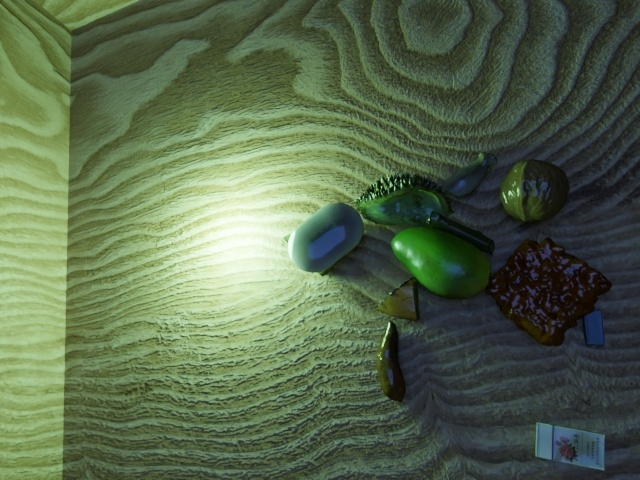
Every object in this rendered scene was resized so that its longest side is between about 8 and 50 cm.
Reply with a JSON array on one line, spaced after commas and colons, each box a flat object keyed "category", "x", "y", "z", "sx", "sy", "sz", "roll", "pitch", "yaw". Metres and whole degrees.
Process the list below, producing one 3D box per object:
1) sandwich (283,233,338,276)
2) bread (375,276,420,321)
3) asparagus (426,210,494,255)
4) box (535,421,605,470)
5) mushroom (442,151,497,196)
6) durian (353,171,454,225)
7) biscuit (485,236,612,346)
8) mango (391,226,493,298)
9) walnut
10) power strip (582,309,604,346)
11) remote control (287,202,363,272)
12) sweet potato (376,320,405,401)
[{"category": "sandwich", "x": 0.000, "y": 0.000, "z": 1.861, "sx": 0.212, "sy": 0.063, "sz": 0.245, "roll": -46, "pitch": 68, "yaw": -1}, {"category": "bread", "x": 0.304, "y": 0.210, "z": 1.662, "sx": 0.169, "sy": 0.140, "sz": 0.160, "roll": 10, "pitch": 85, "yaw": 21}, {"category": "asparagus", "x": 0.531, "y": -0.029, "z": 1.656, "sx": 0.277, "sy": 0.060, "sz": 0.067, "roll": 25, "pitch": 95, "yaw": 11}, {"category": "box", "x": 0.808, "y": 0.666, "z": 1.427, "sx": 0.198, "sy": 0.029, "sz": 0.109, "roll": 4, "pitch": 77, "yaw": 19}, {"category": "mushroom", "x": 0.584, "y": -0.257, "z": 1.708, "sx": 0.225, "sy": 0.093, "sz": 0.116, "roll": -42, "pitch": 46, "yaw": 10}, {"category": "durian", "x": 0.327, "y": -0.164, "z": 1.746, "sx": 0.393, "sy": 0.163, "sz": 0.198, "roll": -5, "pitch": 115, "yaw": 0}, {"category": "biscuit", "x": 0.768, "y": 0.165, "z": 1.518, "sx": 0.312, "sy": 0.110, "sz": 0.318, "roll": -48, "pitch": 59, "yaw": 5}, {"category": "mango", "x": 0.432, "y": 0.077, "z": 1.614, "sx": 0.381, "sy": 0.201, "sz": 0.225, "roll": 29, "pitch": 84, "yaw": 27}, {"category": "walnut", "x": 0.759, "y": -0.173, "z": 1.567, "sx": 0.227, "sy": 0.228, "sz": 0.228, "roll": -5, "pitch": 75, "yaw": 18}, {"category": "power strip", "x": 0.919, "y": 0.296, "z": 1.482, "sx": 0.056, "sy": 0.032, "sz": 0.123, "roll": -2, "pitch": 75, "yaw": 18}, {"category": "remote control", "x": 0.020, "y": -0.013, "z": 1.768, "sx": 0.332, "sy": 0.103, "sz": 0.221, "roll": -38, "pitch": 71, "yaw": 0}, {"category": "sweet potato", "x": 0.256, "y": 0.450, "z": 1.637, "sx": 0.097, "sy": 0.097, "sz": 0.292, "roll": -10, "pitch": 72, "yaw": 16}]
